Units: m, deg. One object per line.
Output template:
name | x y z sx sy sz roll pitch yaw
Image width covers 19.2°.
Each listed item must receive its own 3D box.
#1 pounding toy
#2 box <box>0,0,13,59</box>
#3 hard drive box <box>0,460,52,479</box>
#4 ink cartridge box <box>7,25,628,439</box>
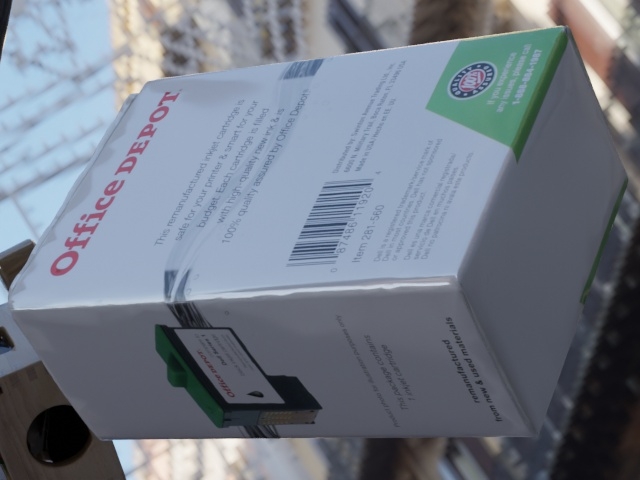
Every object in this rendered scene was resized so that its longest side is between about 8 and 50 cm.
pounding toy | -0.226 0.103 1.423 0.094 0.181 0.206 -23 -64 -13
box | -0.336 -0.231 1.233 0.293 0.395 0.212 12 -34 -11
hard drive box | -0.347 0.188 1.538 0.089 0.232 0.181 -38 14 42
ink cartridge box | 0.000 0.000 0.813 0.092 0.219 0.160 62 -141 -34
